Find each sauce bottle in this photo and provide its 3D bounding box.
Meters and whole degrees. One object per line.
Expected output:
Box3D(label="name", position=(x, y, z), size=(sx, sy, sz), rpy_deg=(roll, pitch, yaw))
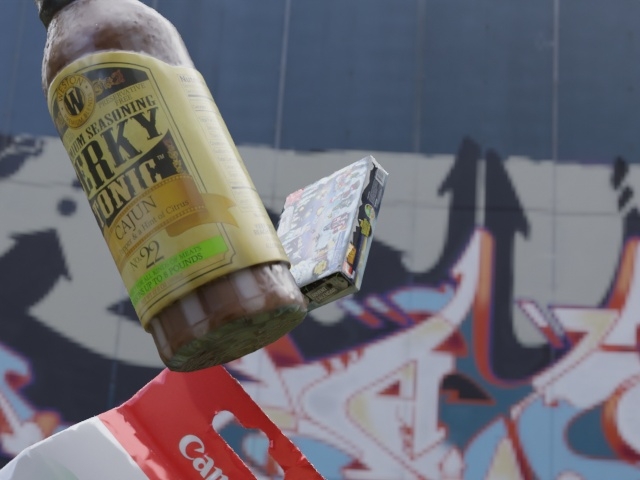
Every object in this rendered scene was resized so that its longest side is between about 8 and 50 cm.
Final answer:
Box3D(label="sauce bottle", position=(-0.127, -0.079, 0.944), size=(0.111, 0.344, 0.111), rpy_deg=(-25, -15, -7))

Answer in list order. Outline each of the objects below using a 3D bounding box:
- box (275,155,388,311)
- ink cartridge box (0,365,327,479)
Box3D(label="box", position=(0.000, 0.000, 1.085), size=(0.094, 0.137, 0.027), rpy_deg=(-25, -58, 33))
Box3D(label="ink cartridge box", position=(-0.118, 0.191, 0.912), size=(0.181, 0.225, 0.056), rpy_deg=(45, -10, 23))
